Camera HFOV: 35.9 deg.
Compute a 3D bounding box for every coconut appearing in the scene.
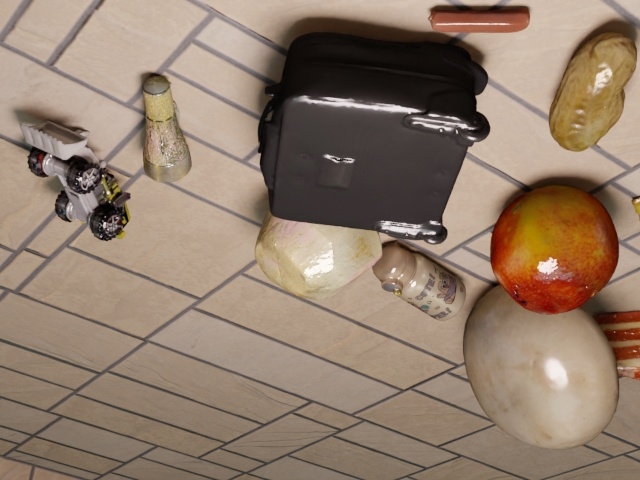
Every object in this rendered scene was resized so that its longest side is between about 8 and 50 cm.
[{"bbox_3d":[0.000,0.000,1.809,0.197,0.237,0.237,49,142,7],"label":"coconut"}]

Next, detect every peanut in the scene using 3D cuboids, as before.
[{"bbox_3d":[0.414,-0.225,1.498,0.108,0.095,0.226,-8,145,-10],"label":"peanut"}]

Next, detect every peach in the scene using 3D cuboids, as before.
[{"bbox_3d":[0.410,0.014,1.746,0.231,0.231,0.231,3,147,2],"label":"peach"}]

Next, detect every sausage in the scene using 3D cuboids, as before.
[{"bbox_3d":[0.228,-0.318,1.430,0.147,0.030,0.035,0,146,6],"label":"sausage"}]

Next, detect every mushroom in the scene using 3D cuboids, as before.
[{"bbox_3d":[0.467,0.243,2.032,0.294,0.362,0.362,-23,157,-26],"label":"mushroom"}]

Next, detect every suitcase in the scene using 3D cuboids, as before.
[{"bbox_3d":[0.070,-0.156,1.555,0.339,0.188,0.345,5,149,-4],"label":"suitcase"}]

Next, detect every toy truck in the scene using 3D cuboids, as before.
[{"bbox_3d":[-0.424,-0.112,1.753,0.136,0.111,0.286,23,148,29],"label":"toy truck"}]

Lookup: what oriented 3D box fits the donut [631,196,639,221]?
[{"bbox_3d":[0.698,0.020,1.822,0.151,0.112,0.295,-15,144,31],"label":"donut"}]

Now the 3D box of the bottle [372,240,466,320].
[{"bbox_3d":[0.191,0.086,1.982,0.209,0.110,0.097,30,145,-35],"label":"bottle"}]

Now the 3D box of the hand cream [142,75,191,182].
[{"bbox_3d":[-0.266,-0.191,1.653,0.084,0.084,0.203,3,140,3],"label":"hand cream"}]

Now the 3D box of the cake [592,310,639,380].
[{"bbox_3d":[0.725,0.215,2.077,0.262,0.158,0.160,14,143,-13],"label":"cake"}]
